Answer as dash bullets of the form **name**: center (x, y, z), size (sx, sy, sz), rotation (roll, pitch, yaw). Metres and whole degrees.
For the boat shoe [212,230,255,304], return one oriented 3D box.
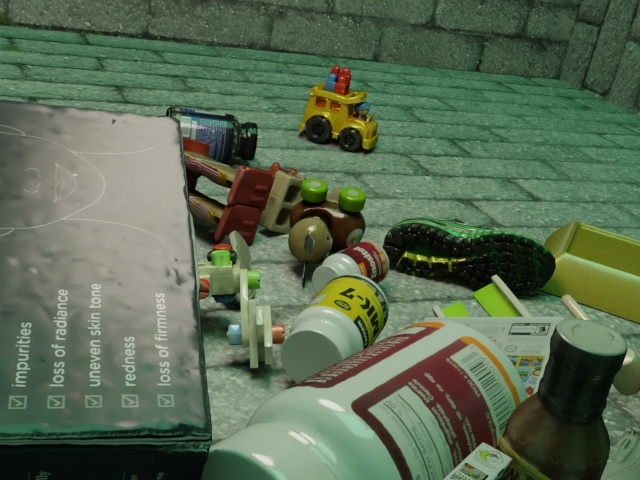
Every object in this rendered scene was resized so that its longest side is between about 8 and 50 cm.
- **boat shoe**: center (-0.162, 0.058, 1.503), size (0.065, 0.075, 0.206), rotation (-30, 29, 11)

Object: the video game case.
- **video game case**: center (0.218, 0.186, 1.202), size (0.227, 0.026, 0.206), rotation (-3, 36, 34)

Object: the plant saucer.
- **plant saucer**: center (0.640, 0.059, 1.818), size (0.333, 0.081, 0.333), rotation (20, 25, 17)

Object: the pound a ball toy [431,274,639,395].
- **pound a ball toy**: center (0.329, 0.180, 1.288), size (0.208, 0.135, 0.319), rotation (-27, 29, 0)

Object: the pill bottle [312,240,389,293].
- **pill bottle**: center (0.054, 0.058, 1.543), size (0.086, 0.086, 0.152), rotation (25, 27, 28)

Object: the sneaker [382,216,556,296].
- **sneaker**: center (0.305, 0.011, 1.706), size (0.344, 0.134, 0.146), rotation (14, 23, 7)

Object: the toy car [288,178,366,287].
- **toy car**: center (0.000, 0.000, 1.584), size (0.149, 0.155, 0.188), rotation (14, 33, 5)

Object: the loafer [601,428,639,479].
- **loafer**: center (0.365, 0.317, 1.077), size (0.111, 0.112, 0.319), rotation (30, 21, 37)

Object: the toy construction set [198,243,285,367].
- **toy construction set**: center (-0.209, 0.086, 1.273), size (0.328, 0.151, 0.215), rotation (12, 13, -8)

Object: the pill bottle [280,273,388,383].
- **pill bottle**: center (0.023, 0.140, 1.301), size (0.119, 0.119, 0.208), rotation (18, 25, 14)

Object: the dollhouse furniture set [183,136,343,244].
- **dollhouse furniture set**: center (-0.145, -0.090, 1.765), size (0.201, 0.152, 0.374), rotation (26, 10, 32)

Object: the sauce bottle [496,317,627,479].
- **sauce bottle**: center (0.232, 0.244, 0.879), size (0.111, 0.344, 0.111), rotation (8, 23, -3)

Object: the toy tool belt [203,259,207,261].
- **toy tool belt**: center (-0.234, 0.047, 1.477), size (0.083, 0.051, 0.052), rotation (17, 24, 14)

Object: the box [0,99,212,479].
- **box**: center (-0.383, 0.093, 0.867), size (0.472, 0.297, 0.480), rotation (5, 41, -18)

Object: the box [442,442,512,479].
- **box**: center (0.127, 0.314, 0.840), size (0.036, 0.207, 0.114), rotation (26, 27, 29)

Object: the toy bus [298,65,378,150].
- **toy bus**: center (0.068, -0.377, 2.384), size (0.220, 0.211, 0.149), rotation (18, 23, 11)

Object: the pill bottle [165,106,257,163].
- **pill bottle**: center (-0.269, -0.252, 2.053), size (0.219, 0.122, 0.123), rotation (5, 24, -15)

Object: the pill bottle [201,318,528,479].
- **pill bottle**: center (0.052, 0.245, 0.943), size (0.224, 0.224, 0.392), rotation (27, 28, 32)
